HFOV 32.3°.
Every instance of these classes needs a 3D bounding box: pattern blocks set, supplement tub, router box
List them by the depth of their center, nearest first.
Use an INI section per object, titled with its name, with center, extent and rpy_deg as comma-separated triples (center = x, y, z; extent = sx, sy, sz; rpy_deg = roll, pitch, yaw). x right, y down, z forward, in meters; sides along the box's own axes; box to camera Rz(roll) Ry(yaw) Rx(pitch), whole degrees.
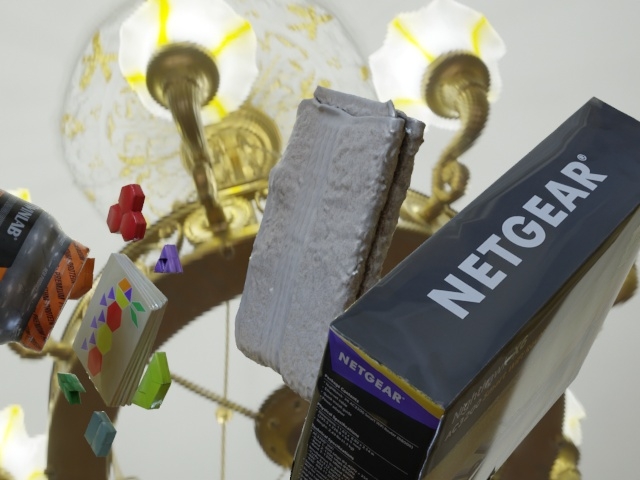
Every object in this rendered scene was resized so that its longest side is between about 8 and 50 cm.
[router box]
center = 0.106, 0.076, 0.731
extent = 0.309, 0.081, 0.243
rpy_deg = -38, -28, -39
[supplement tub]
center = -0.467, 0.011, 1.400
extent = 0.316, 0.193, 0.193
rpy_deg = 25, -70, -10
[pattern blocks set]
center = -0.274, 0.118, 1.509
extent = 0.026, 0.285, 0.325
rpy_deg = 6, -51, -41

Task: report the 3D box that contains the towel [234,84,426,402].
[towel]
center = 0.000, 0.000, 1.026
extent = 0.049, 0.187, 0.282
rpy_deg = 12, -83, -30
